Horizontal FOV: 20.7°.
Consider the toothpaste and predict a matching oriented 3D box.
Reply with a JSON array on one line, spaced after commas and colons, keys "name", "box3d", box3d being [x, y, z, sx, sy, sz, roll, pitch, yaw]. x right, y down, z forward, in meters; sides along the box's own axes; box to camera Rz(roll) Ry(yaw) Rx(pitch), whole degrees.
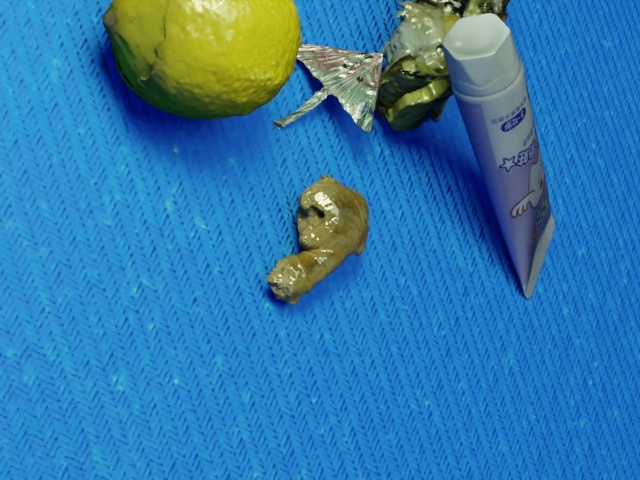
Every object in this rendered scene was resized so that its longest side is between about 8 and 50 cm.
[{"name": "toothpaste", "box3d": [0.213, -0.097, 1.989, 0.371, 0.080, 0.125, 69, 35, -45]}]

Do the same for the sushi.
[{"name": "sushi", "box3d": [0.137, -0.238, 2.030, 0.131, 0.139, 0.291, 28, 55, -7]}]

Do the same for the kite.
[{"name": "kite", "box3d": [0.010, -0.166, 1.920, 0.156, 0.011, 0.139, -37, 72, -22]}]

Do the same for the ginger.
[{"name": "ginger", "box3d": [-0.002, -0.008, 1.846, 0.165, 0.067, 0.096, -46, 127, -41]}]

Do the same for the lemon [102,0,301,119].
[{"name": "lemon", "box3d": [-0.114, -0.204, 1.752, 0.193, 0.180, 0.181, 42, 49, -47]}]
